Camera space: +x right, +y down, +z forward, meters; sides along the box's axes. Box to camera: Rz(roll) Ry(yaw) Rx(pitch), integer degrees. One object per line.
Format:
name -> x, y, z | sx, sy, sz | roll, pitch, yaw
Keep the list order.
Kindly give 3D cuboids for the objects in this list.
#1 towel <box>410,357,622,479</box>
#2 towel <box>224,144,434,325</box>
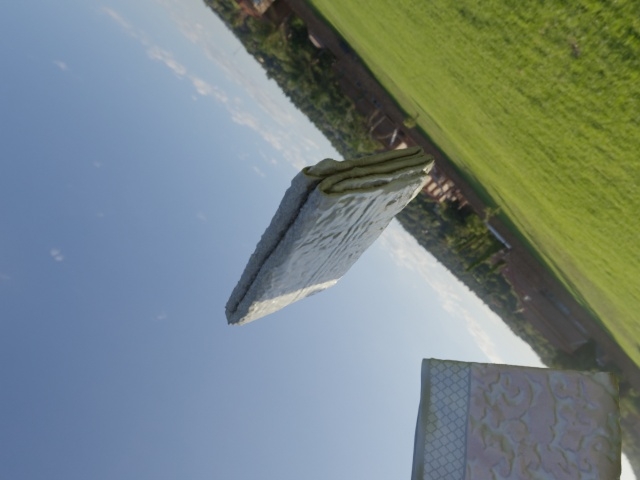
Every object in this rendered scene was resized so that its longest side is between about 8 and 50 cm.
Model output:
towel -> 0.292, 0.362, 0.701 | 0.053, 0.316, 0.332 | 29, -116, -45
towel -> 0.000, 0.000, 0.524 | 0.187, 0.282, 0.049 | -17, -115, -40
